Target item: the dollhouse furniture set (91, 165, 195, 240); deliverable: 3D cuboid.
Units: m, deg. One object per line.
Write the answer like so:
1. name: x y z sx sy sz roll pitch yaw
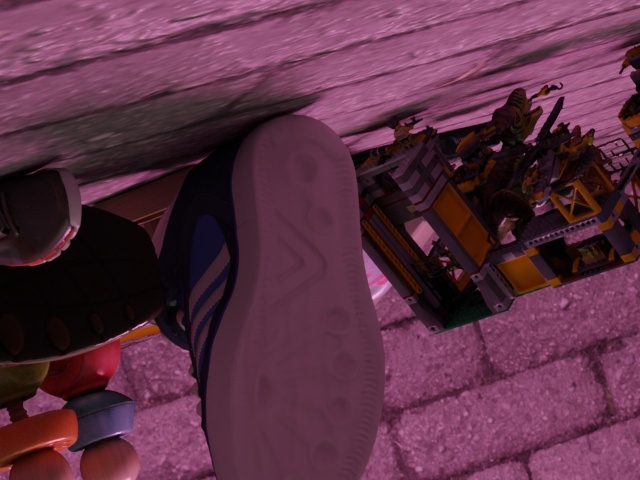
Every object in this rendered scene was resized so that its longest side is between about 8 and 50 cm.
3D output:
1. dollhouse furniture set: -0.080 0.001 1.665 0.144 0.123 0.151 -19 176 34

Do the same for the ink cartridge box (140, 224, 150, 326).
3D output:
1. ink cartridge box: -0.160 0.026 1.849 0.181 0.104 0.061 -16 177 -5

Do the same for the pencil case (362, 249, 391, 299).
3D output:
1. pencil case: 0.000 0.000 1.900 0.124 0.113 0.273 -40 167 2

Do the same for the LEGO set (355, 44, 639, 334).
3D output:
1. LEGO set: 0.165 -0.076 1.733 0.331 0.192 0.255 -16 -151 51

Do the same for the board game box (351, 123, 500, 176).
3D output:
1. board game box: 0.080 -0.080 2.038 0.186 0.026 0.126 -15 177 -41

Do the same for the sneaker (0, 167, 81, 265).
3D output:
1. sneaker: -0.228 -0.007 1.318 0.158 0.061 0.065 -20 170 36

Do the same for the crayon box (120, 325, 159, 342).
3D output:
1. crayon box: -0.217 0.063 2.199 0.313 0.106 0.363 -18 177 15

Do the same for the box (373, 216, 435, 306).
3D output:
1. box: 0.013 0.052 2.180 0.275 0.094 0.113 -52 169 11

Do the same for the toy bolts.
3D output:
1. toy bolts: -0.286 0.196 1.937 0.218 0.158 0.228 -27 169 35

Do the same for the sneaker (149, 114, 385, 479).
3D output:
1. sneaker: -0.058 0.082 1.478 0.130 0.323 0.236 8 159 -23

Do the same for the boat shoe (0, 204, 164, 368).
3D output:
1. boat shoe: -0.280 0.047 1.440 0.324 0.122 0.120 -8 171 -12
